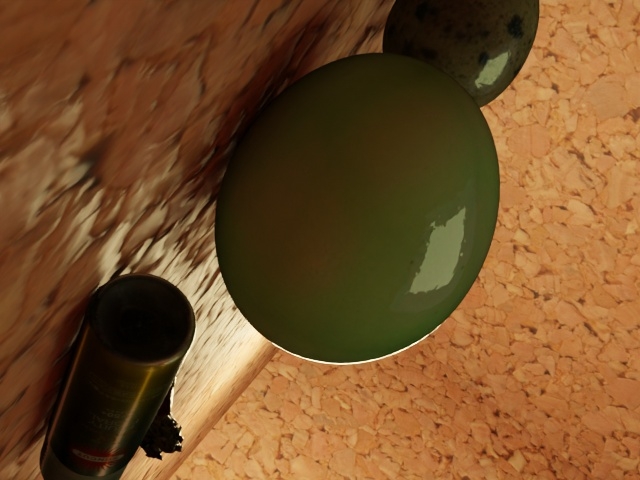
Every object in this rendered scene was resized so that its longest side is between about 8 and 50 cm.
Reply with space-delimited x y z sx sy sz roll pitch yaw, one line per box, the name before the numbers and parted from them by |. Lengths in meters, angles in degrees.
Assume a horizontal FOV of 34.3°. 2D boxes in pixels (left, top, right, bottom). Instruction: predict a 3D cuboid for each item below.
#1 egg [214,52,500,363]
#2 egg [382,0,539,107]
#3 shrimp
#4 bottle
egg | 0.030 -0.023 0.834 0.270 0.220 0.220 -55 175 36
egg | 0.140 -0.209 1.015 0.182 0.141 0.141 -53 176 -7
shrimp | -0.162 0.152 0.997 0.101 0.042 0.190 -65 -154 12
bottle | -0.175 0.132 0.855 0.082 0.082 0.286 -49 174 -39
